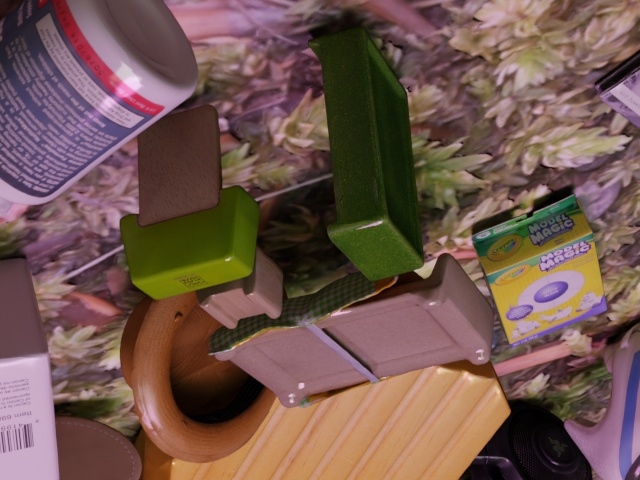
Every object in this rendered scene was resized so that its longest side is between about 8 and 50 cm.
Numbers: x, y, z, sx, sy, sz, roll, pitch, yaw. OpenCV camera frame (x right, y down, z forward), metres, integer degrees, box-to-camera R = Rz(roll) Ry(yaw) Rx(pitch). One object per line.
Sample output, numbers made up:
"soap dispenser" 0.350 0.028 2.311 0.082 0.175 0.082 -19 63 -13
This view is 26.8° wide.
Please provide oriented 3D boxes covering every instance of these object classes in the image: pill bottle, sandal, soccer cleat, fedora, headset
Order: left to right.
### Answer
"sandal" -0.285 0.212 1.256 0.240 0.088 0.079 -8 177 -4
"pill bottle" -0.175 -0.085 0.836 0.180 0.108 0.108 -34 143 21
"fedora" -0.104 0.089 1.115 0.079 0.194 0.194 9 164 36
"headset" 0.229 0.273 1.555 0.394 0.185 0.243 4 139 -6
"soccer cleat" 0.376 0.108 1.388 0.116 0.143 0.331 23 105 -52

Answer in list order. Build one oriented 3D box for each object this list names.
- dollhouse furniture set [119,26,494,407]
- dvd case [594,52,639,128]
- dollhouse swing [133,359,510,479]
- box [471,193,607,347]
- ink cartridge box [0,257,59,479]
"dollhouse furniture set" 0.000 0.000 1.034 0.198 0.151 0.301 -15 152 17
"dvd case" 0.349 -0.153 1.076 0.221 0.018 0.164 -36 143 24
"dollhouse swing" 0.007 0.292 1.266 0.347 0.315 0.305 16 141 -23
"box" 0.204 0.028 1.241 0.105 0.043 0.179 -23 145 4
"ink cartridge box" -0.314 0.160 1.069 0.197 0.114 0.273 -8 133 -16
